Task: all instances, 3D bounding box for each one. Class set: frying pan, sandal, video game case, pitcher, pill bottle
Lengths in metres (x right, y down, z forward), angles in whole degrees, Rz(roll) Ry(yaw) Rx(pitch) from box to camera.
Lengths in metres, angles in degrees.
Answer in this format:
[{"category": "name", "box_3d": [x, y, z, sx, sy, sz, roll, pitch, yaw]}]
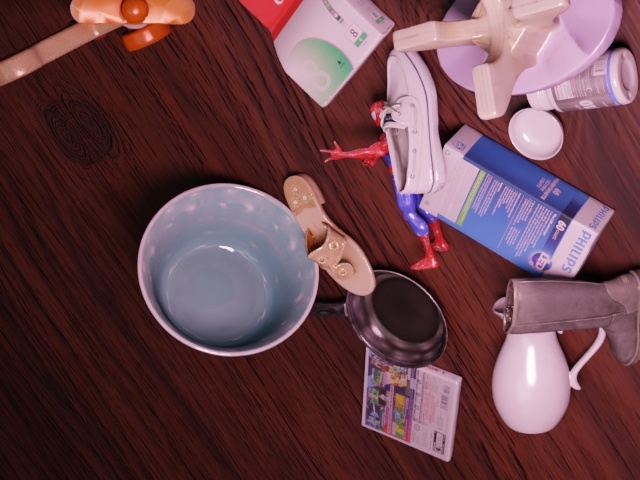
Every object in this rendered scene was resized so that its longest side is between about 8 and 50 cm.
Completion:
[{"category": "frying pan", "box_3d": [0.090, 0.146, 2.111, 0.326, 0.053, 0.197, -18, 107, 43]}, {"category": "sandal", "box_3d": [-0.004, 0.003, 2.025, 0.088, 0.079, 0.240, -33, 87, 40]}, {"category": "video game case", "box_3d": [0.162, 0.293, 2.186, 0.183, 0.023, 0.201, 20, 131, 23]}, {"category": "pitcher", "box_3d": [0.362, 0.200, 1.921, 0.178, 0.125, 0.207, 3, 112, 16]}, {"category": "pill bottle", "box_3d": [0.355, -0.217, 1.646, 0.137, 0.078, 0.078, -4, 118, 37]}]

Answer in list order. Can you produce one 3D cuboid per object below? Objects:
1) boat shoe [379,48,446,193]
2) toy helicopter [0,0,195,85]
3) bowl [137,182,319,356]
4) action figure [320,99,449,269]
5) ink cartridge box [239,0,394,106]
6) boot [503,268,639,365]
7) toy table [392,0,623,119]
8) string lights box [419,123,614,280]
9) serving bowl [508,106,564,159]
[{"category": "boat shoe", "box_3d": [0.127, -0.178, 1.779, 0.083, 0.076, 0.226, -24, 78, 60]}, {"category": "toy helicopter", "box_3d": [-0.351, -0.329, 1.872, 0.235, 0.355, 0.140, 4, 124, 54]}, {"category": "bowl", "box_3d": [-0.173, 0.073, 2.105, 0.311, 0.311, 0.163, 42, 154, 3]}, {"category": "action figure", "box_3d": [0.101, -0.089, 1.906, 0.139, 0.091, 0.280, -3, 119, 27]}, {"category": "ink cartridge box", "box_3d": [-0.021, -0.341, 1.844, 0.225, 0.056, 0.181, 43, 135, 0]}, {"category": "boot", "box_3d": [0.377, 0.122, 1.795, 0.208, 0.076, 0.189, -11, 123, -9]}, {"category": "toy table", "box_3d": [0.237, -0.281, 1.583, 0.274, 0.161, 0.252, -25, 78, 38]}, {"category": "string lights box", "box_3d": [0.291, -0.048, 1.813, 0.260, 0.077, 0.133, 32, 134, 13]}, {"category": "serving bowl", "box_3d": [0.317, -0.160, 1.749, 0.083, 0.027, 0.083, 18, 129, 24]}]
